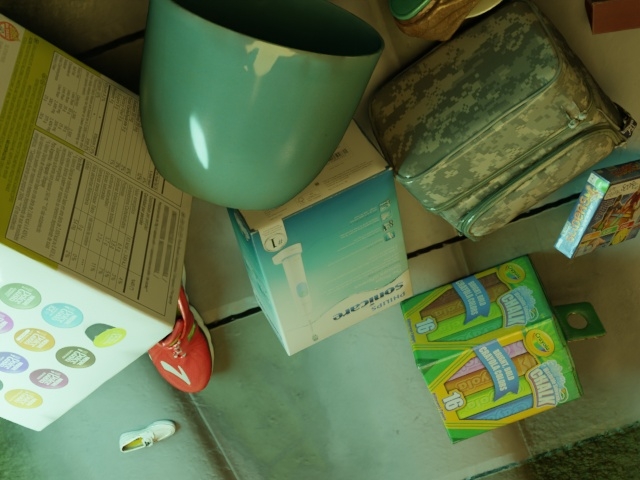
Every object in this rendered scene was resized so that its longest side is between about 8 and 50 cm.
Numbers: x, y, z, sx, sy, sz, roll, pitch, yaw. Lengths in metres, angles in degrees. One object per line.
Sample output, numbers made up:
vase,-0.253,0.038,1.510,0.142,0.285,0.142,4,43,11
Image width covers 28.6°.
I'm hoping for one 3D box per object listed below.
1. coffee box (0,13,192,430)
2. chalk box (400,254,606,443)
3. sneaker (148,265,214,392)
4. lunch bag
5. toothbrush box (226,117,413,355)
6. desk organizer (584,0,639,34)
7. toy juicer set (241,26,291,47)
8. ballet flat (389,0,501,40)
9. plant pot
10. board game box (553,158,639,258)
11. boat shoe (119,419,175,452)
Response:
coffee box,-0.394,-0.011,1.635,0.334,0.338,0.337,29,134,-29
chalk box,0.298,0.159,1.983,0.288,0.180,0.179,-22,122,6
sneaker,-0.238,0.139,1.940,0.107,0.118,0.279,-15,122,3
lunch bag,0.263,-0.153,1.776,0.305,0.213,0.256,-35,136,16
toothbrush box,0.000,0.000,1.802,0.216,0.126,0.296,-26,140,-9
desk organizer,0.440,-0.330,1.770,0.130,0.047,0.050,-8,125,-2
toy juicer set,-0.108,-0.202,1.773,0.209,0.089,0.329,28,119,-2
ballet flat,0.242,-0.393,1.681,0.124,0.116,0.342,24,119,-42
plant pot,-0.095,-0.180,1.569,0.293,0.293,0.235,12,115,-14
board game box,0.442,-0.052,1.881,0.201,0.035,0.136,-13,134,-47
boat shoe,-0.290,0.332,2.104,0.100,0.035,0.035,-15,122,3
